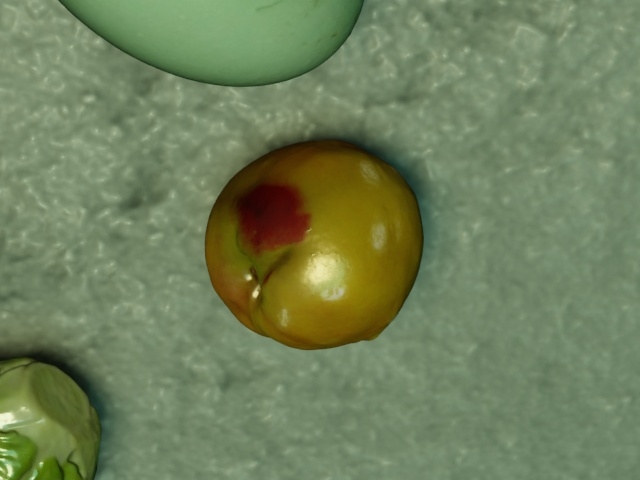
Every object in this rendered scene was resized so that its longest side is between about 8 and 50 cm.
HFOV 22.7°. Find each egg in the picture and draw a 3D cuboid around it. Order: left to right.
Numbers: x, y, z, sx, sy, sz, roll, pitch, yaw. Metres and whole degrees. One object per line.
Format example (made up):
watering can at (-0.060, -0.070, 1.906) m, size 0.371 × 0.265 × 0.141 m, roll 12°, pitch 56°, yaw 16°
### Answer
egg at (-0.074, -0.182, 0.904) m, size 0.231 × 0.168 × 0.168 m, roll 38°, pitch 105°, yaw -23°

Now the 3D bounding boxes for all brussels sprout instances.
brussels sprout at (-0.212, 0.154, 1.051) m, size 0.155 × 0.117 × 0.155 m, roll -19°, pitch 146°, yaw -13°

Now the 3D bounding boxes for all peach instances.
peach at (0.000, 0.000, 1.006) m, size 0.138 × 0.138 × 0.138 m, roll -2°, pitch 113°, yaw -5°
